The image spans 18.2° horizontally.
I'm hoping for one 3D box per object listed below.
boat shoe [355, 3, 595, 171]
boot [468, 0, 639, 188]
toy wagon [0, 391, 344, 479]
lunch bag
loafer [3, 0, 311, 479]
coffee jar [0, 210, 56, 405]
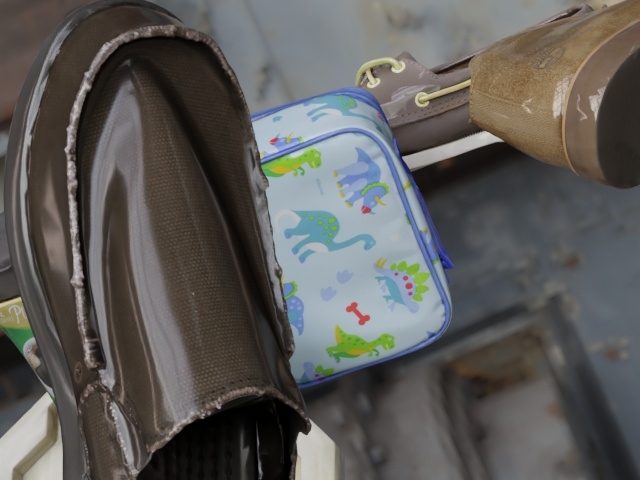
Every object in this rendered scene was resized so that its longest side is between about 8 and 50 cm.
[{"bbox_3d":[0.084,-0.109,1.622,0.324,0.096,0.116,-15,7,-8],"label":"boat shoe"},{"bbox_3d":[0.203,-0.122,1.172,0.115,0.112,0.305,15,29,40],"label":"boot"},{"bbox_3d":[-0.155,0.205,1.446,0.344,0.267,0.068,-4,-21,12],"label":"toy wagon"},{"bbox_3d":[0.000,0.000,1.525,0.176,0.219,0.090,-20,32,6],"label":"lunch bag"},{"bbox_3d":[-0.034,0.036,0.582,0.080,0.220,0.078,-8,0,-36],"label":"loafer"},{"bbox_3d":[-0.102,0.057,1.025,0.096,0.184,0.079,-16,20,49],"label":"coffee jar"}]
